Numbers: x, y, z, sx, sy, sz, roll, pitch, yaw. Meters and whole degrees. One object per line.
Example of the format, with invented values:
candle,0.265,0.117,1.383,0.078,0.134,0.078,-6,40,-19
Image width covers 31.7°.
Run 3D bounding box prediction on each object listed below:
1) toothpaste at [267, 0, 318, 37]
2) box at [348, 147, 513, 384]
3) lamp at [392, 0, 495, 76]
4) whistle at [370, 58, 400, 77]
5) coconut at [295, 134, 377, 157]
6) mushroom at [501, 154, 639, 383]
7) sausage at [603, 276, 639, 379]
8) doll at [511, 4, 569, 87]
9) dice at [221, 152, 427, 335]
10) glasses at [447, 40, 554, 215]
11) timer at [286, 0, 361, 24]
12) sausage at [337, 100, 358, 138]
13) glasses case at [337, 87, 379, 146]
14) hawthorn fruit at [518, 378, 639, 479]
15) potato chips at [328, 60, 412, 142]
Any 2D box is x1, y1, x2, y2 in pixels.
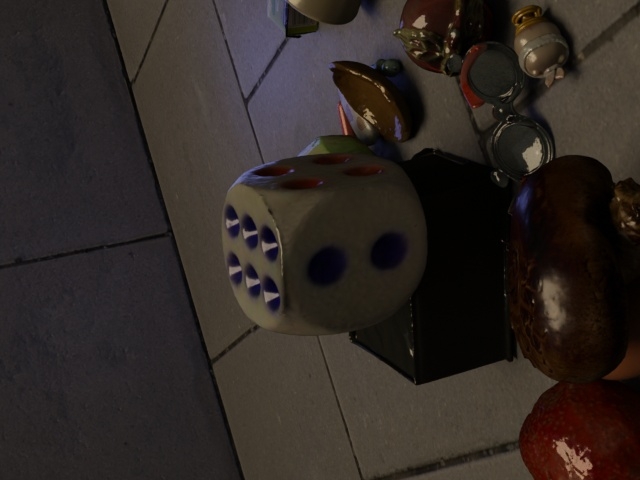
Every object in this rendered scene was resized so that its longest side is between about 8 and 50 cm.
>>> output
toothpaste,-0.054,-0.594,2.347,0.110,0.077,0.327,-127,33,-49
box,0.183,0.041,1.954,0.251,0.204,0.345,-151,52,-61
lamp,0.203,-0.344,1.810,0.215,0.151,0.223,113,-178,-46
whistle,0.121,-0.326,2.129,0.100,0.035,0.035,-161,61,-65
coconut,0.020,-0.091,2.203,0.204,0.236,0.236,41,163,-15
mushroom,0.313,0.033,1.401,0.278,0.163,0.297,109,166,-50
sausage,0.437,0.081,1.483,0.304,0.121,0.121,109,142,-52
doll,0.323,-0.275,1.648,0.084,0.073,0.127,45,-154,-67
dice,0.000,0.000,1.772,0.259,0.251,0.243,31,131,59
glasses,0.242,-0.151,1.627,0.118,0.268,0.234,-14,107,27
timer,0.047,-0.552,2.080,0.266,0.175,0.175,-55,49,40
sausage,0.068,-0.175,2.334,0.034,0.034,0.253,-178,78,-67
glasses case,0.076,-0.263,2.259,0.063,0.041,0.164,116,137,-57
hawthorn fruit,0.406,0.308,1.594,0.253,0.205,0.205,45,141,42
potato chips,0.106,-0.272,2.117,0.195,0.062,0.208,53,166,-29
